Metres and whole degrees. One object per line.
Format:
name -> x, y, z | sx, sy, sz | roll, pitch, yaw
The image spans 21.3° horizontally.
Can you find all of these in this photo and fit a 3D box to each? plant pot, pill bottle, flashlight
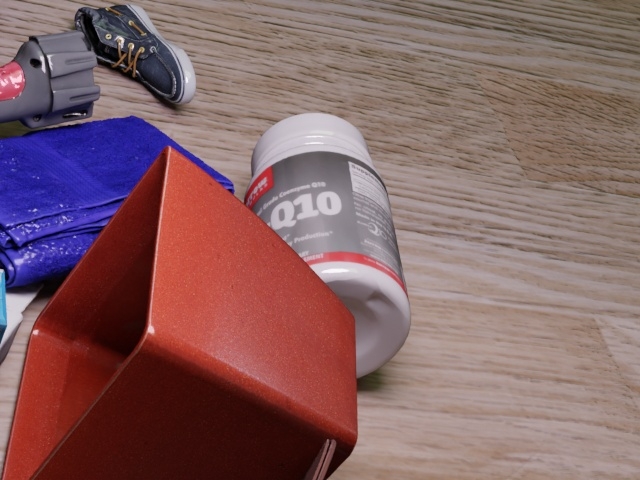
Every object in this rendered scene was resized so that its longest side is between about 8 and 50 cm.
plant pot -> -0.111, 0.127, 1.527 | 0.236, 0.267, 0.267 | 27, 34, -20
pill bottle -> 0.000, 0.000, 1.820 | 0.161, 0.161, 0.283 | 13, 37, -18
flashlight -> -0.379, -0.160, 1.751 | 0.304, 0.103, 0.103 | -15, 70, -30

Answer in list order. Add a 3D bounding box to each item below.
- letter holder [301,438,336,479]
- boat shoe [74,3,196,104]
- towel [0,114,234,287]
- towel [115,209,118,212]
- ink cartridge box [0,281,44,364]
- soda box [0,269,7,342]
letter holder -> -0.004, 0.333, 1.355 | 0.152, 0.214, 0.302 | 27, 35, 0
boat shoe -> -0.224, -0.220, 2.041 | 0.083, 0.065, 0.183 | -8, 41, -37
towel -> -0.253, -0.058, 1.777 | 0.308, 0.076, 0.227 | -13, 42, -43
towel -> -0.153, 0.038, 1.721 | 0.152, 0.023, 0.113 | 23, 72, -38
ink cartridge box -> -0.414, 0.038, 1.601 | 0.275, 0.060, 0.239 | 25, 11, -4
soda box -> -0.324, 0.114, 1.428 | 0.071, 0.210, 0.067 | 10, 39, -22
